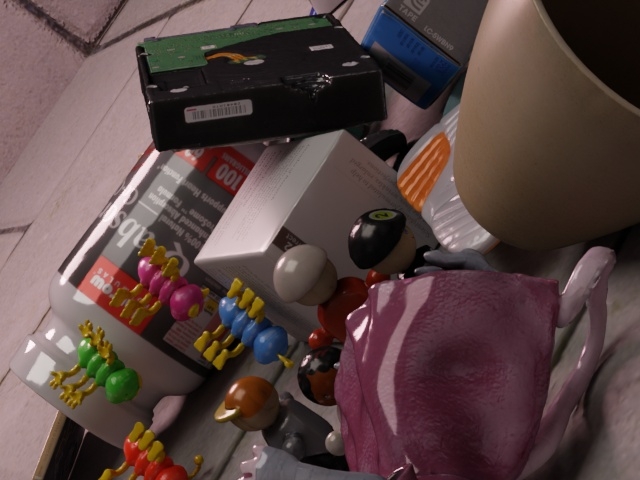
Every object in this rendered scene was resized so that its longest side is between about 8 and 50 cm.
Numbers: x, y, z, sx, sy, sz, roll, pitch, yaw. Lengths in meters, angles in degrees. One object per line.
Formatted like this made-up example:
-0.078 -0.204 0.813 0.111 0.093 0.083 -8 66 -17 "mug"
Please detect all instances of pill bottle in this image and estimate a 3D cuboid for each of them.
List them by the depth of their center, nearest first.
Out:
-0.173 0.043 1.942 0.363 0.210 0.210 -54 19 -3 "pill bottle"

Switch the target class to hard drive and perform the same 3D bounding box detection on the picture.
-0.073 -0.172 1.842 0.237 0.064 0.339 -9 19 -7 "hard drive"

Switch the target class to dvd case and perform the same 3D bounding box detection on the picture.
-0.311 0.255 2.060 0.221 0.018 0.164 -76 -1 -47 "dvd case"

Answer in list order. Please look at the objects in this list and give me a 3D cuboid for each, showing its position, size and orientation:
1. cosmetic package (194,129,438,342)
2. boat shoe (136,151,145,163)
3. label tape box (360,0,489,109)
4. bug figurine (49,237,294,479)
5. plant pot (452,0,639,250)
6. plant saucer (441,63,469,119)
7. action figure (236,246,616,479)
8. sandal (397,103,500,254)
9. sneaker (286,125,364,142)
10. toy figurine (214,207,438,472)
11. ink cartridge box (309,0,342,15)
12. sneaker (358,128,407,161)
0.000 0.000 1.708 0.151 0.151 0.184 -58 21 -17 "cosmetic package"
-0.146 -0.166 2.278 0.285 0.089 0.105 -37 13 -38 "boat shoe"
0.184 -0.313 1.799 0.333 0.106 0.240 -53 1 -8 "label tape box"
-0.152 0.129 1.765 0.279 0.216 0.072 -54 -24 20 "bug figurine"
0.215 -0.109 1.328 0.274 0.256 0.256 -56 9 54 "plant pot"
0.198 -0.162 1.710 0.195 0.037 0.195 -45 20 22 "plant saucer"
0.090 0.207 1.200 0.276 0.248 0.370 -6 47 4 "action figure"
0.138 -0.036 1.567 0.102 0.076 0.265 -43 24 15 "sandal"
0.009 -0.135 2.071 0.223 0.083 0.098 -62 1 -42 "sneaker"
0.026 0.093 1.492 0.213 0.148 0.209 -20 38 57 "toy figurine"
0.070 -0.440 2.450 0.333 0.065 0.165 -39 24 36 "ink cartridge box"
0.037 -0.060 1.866 0.166 0.076 0.065 -34 -1 -27 "sneaker"
